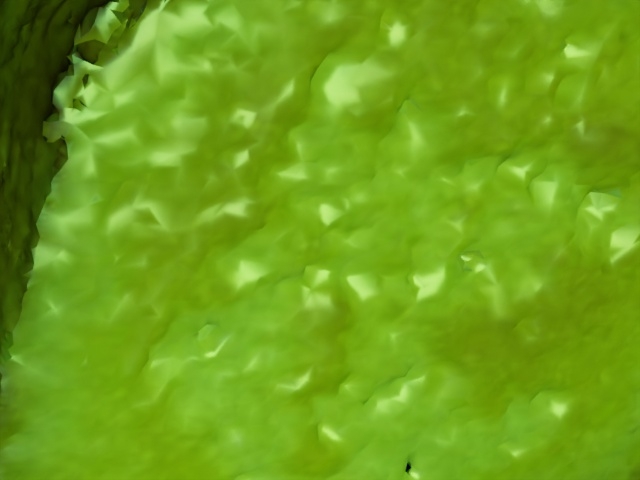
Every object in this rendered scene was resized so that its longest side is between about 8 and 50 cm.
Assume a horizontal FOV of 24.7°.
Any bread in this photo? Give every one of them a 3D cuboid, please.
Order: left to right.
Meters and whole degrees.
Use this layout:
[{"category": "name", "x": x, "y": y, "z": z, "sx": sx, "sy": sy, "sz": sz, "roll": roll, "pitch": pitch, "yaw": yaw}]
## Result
[{"category": "bread", "x": 0.000, "y": 0.000, "z": 0.636, "sx": 0.398, "sy": 0.215, "sz": 0.398, "roll": -8, "pitch": 119, "yaw": -15}]
